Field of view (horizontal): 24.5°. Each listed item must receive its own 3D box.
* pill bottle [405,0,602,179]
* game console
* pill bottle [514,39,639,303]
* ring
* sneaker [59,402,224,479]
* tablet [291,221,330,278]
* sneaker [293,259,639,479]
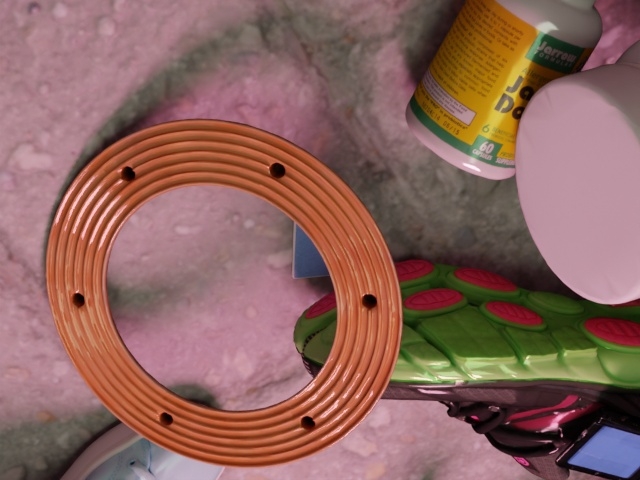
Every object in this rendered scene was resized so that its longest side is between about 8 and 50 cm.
[{"bbox_3d":[0.169,-0.166,1.269,0.117,0.118,0.208,18,117,-25],"label":"pill bottle"},{"bbox_3d":[0.308,0.207,1.405,0.122,0.107,0.071,18,90,-36],"label":"game console"},{"bbox_3d":[0.378,-0.085,1.256,0.392,0.224,0.224,-16,128,-25],"label":"pill bottle"},{"bbox_3d":[-0.087,0.050,1.323,0.336,0.032,0.337,5,111,14],"label":"ring"},{"bbox_3d":[-0.223,0.315,1.448,0.366,0.150,0.135,-40,124,-2],"label":"sneaker"},{"bbox_3d":[0.000,0.000,1.407,0.054,0.006,0.083,-5,125,-12],"label":"tablet"},{"bbox_3d":[0.201,0.148,1.454,0.482,0.185,0.202,9,117,-19],"label":"sneaker"}]
